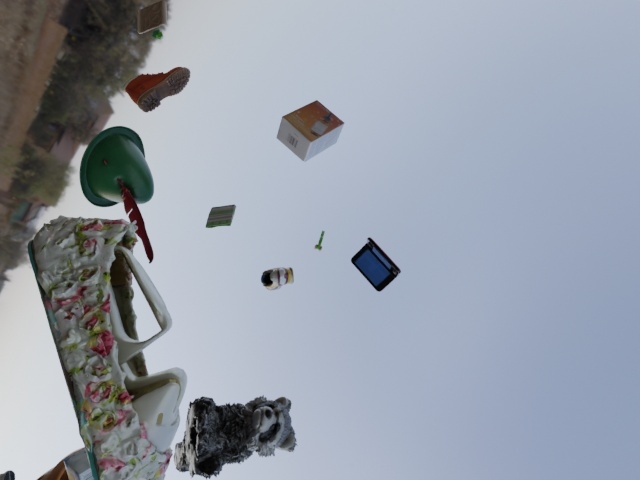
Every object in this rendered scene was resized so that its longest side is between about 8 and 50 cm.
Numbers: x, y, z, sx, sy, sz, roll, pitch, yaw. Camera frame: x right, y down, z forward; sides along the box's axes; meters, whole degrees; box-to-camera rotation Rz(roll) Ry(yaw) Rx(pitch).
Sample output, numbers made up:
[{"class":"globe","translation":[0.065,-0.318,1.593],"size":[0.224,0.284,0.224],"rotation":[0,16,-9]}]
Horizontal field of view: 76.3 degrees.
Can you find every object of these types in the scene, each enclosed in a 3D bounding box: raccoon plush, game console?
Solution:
[{"class":"raccoon plush","translation":[-0.274,0.603,1.300],"size":[0.446,0.299,0.216],"rotation":[-37,-126,53]},{"class":"game console","translation":[0.168,0.077,1.264],"size":[0.085,0.124,0.144],"rotation":[-41,-103,-5]}]

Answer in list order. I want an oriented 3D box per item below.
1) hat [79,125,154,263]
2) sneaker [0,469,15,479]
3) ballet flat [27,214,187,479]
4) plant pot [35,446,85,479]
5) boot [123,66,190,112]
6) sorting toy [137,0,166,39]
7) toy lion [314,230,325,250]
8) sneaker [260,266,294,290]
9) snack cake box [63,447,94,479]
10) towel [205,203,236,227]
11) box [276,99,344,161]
[{"class":"hat","translation":[-0.366,-0.110,0.855],"size":[0.173,0.183,0.209],"rotation":[-46,157,-53]},{"class":"sneaker","translation":[-0.724,0.581,0.915],"size":[0.043,0.040,0.109],"rotation":[-15,-129,1]},{"class":"ballet flat","translation":[-0.147,0.092,0.308],"size":[0.091,0.077,0.241],"rotation":[171,-98,-79]},{"class":"plant pot","translation":[-0.718,0.767,1.195],"size":[0.203,0.291,0.291],"rotation":[-22,-131,20]},{"class":"boot","translation":[-0.386,-0.377,0.966],"size":[0.084,0.059,0.158],"rotation":[39,-116,13]},{"class":"sorting toy","translation":[-0.322,-0.417,0.783],"size":[0.062,0.012,0.083],"rotation":[-10,-105,12]},{"class":"toy lion","translation":[0.000,0.000,1.880],"size":[0.100,0.034,0.096],"rotation":[138,-30,-86]},{"class":"sneaker","translation":[-0.154,0.117,1.262],"size":[0.185,0.083,0.070],"rotation":[-30,-116,57]},{"class":"snack cake box","translation":[-0.447,0.575,0.914],"size":[0.089,0.152,0.264],"rotation":[-1,-78,39]},{"class":"towel","translation":[-0.422,-0.101,1.735],"size":[0.113,0.023,0.152],"rotation":[-7,-144,3]},{"class":"box","translation":[-0.032,-0.352,1.305],"size":[0.170,0.130,0.091],"rotation":[-40,166,-36]}]
